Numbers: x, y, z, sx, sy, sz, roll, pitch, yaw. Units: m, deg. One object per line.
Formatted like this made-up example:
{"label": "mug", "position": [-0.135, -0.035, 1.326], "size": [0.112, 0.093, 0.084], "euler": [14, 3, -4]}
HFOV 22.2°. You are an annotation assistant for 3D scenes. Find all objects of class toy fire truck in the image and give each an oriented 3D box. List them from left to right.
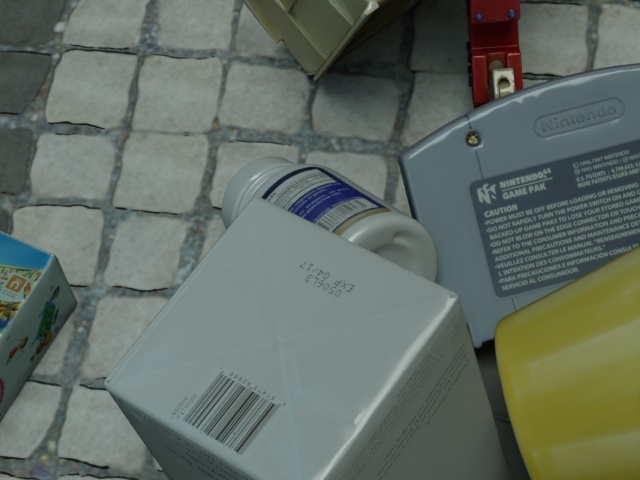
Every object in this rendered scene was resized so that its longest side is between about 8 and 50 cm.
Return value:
{"label": "toy fire truck", "position": [0.153, -0.132, 1.399], "size": [0.047, 0.192, 0.135], "euler": [-5, 33, 2]}

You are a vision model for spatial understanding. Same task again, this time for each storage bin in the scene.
{"label": "storage bin", "position": [0.076, -0.280, 1.408], "size": [0.262, 0.260, 0.123], "euler": [-38, 91, -14]}

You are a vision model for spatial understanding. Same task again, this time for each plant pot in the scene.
{"label": "plant pot", "position": [0.268, 0.104, 1.211], "size": [0.239, 0.254, 0.254], "euler": [-19, 60, 14]}

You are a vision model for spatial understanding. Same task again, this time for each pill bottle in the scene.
{"label": "pill bottle", "position": [0.000, 0.000, 1.333], "size": [0.112, 0.112, 0.186], "euler": [-38, 37, -14]}

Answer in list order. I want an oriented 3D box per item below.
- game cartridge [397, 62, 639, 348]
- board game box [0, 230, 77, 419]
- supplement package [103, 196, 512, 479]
{"label": "game cartridge", "position": [0.222, -0.038, 1.333], "size": [0.297, 0.062, 0.198], "euler": [-14, 91, -2]}
{"label": "board game box", "position": [-0.379, 0.112, 1.351], "size": [0.224, 0.097, 0.303], "euler": [22, 65, 17]}
{"label": "supplement package", "position": [0.005, 0.143, 1.165], "size": [0.177, 0.293, 0.175], "euler": [26, 67, 29]}
